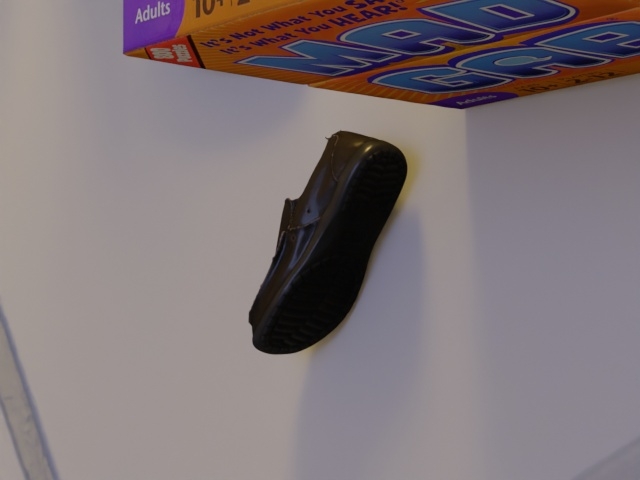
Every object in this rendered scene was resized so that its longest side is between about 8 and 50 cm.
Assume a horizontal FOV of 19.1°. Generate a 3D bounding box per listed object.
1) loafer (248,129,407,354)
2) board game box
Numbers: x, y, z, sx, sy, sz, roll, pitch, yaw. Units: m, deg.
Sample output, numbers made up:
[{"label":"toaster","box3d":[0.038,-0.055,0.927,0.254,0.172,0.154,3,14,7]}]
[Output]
[{"label":"loafer","box3d":[0.000,0.000,1.659,0.220,0.080,0.078,-60,42,14]},{"label":"board game box","box3d":[0.101,-0.311,1.378,0.356,0.356,0.357,-8,80,49]}]
